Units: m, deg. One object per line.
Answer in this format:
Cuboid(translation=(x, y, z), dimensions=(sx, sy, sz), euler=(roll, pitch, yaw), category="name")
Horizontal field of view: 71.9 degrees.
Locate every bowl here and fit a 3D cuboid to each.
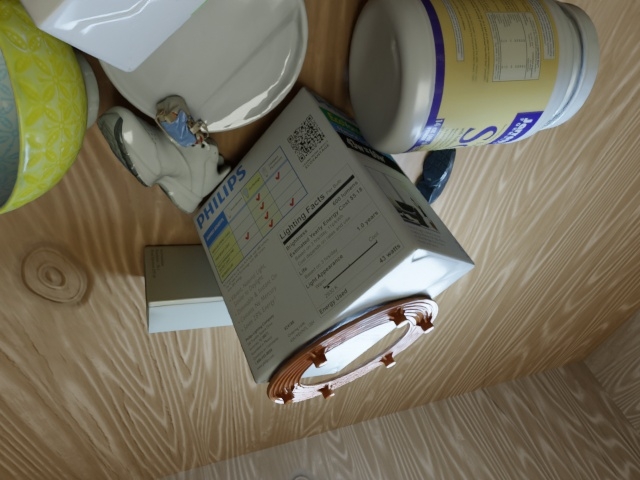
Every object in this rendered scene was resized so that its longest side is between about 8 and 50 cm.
Cuboid(translation=(-0.384, -0.188, 0.554), dimensions=(0.289, 0.289, 0.156), euler=(-53, 168, 32), category="bowl")

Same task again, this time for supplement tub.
Cuboid(translation=(0.236, -0.273, 0.716), dimensions=(0.331, 0.241, 0.241), euler=(-8, 138, -16), category="supplement tub")

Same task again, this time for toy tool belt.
Cuboid(translation=(-0.187, -0.151, 0.603), dimensions=(0.052, 0.051, 0.083), euler=(-29, 141, 8), category="toy tool belt")

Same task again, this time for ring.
Cuboid(translation=(0.066, 0.208, 0.778), dimensions=(0.336, 0.032, 0.336), euler=(-22, 149, -14), category="ring")

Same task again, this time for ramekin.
Cuboid(translation=(-0.160, -0.294, 0.597), dimensions=(0.273, 0.127, 0.273), euler=(-13, 139, -11), category="ramekin")

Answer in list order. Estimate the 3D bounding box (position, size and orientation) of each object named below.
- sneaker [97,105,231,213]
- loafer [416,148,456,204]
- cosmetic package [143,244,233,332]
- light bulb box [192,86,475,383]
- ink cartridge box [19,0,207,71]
Cuboid(translation=(-0.242, -0.145, 0.715), dimensions=(0.129, 0.111, 0.297), euler=(-39, 169, -1), category="sneaker")
Cuboid(translation=(0.271, -0.154, 1.018), dimensions=(0.061, 0.062, 0.170), euler=(-24, 150, -34), category="loafer")
Cuboid(translation=(-0.225, 0.099, 0.983), dimensions=(0.309, 0.160, 0.113), euler=(-3, 136, -24), category="cosmetic package")
Cuboid(translation=(0.000, 0.000, 0.797), dimensions=(0.358, 0.361, 0.225), euler=(-43, 148, 24), category="light bulb box")
Cuboid(translation=(-0.228, -0.370, 0.398), dimensions=(0.207, 0.353, 0.119), euler=(-34, 174, 14), category="ink cartridge box")
